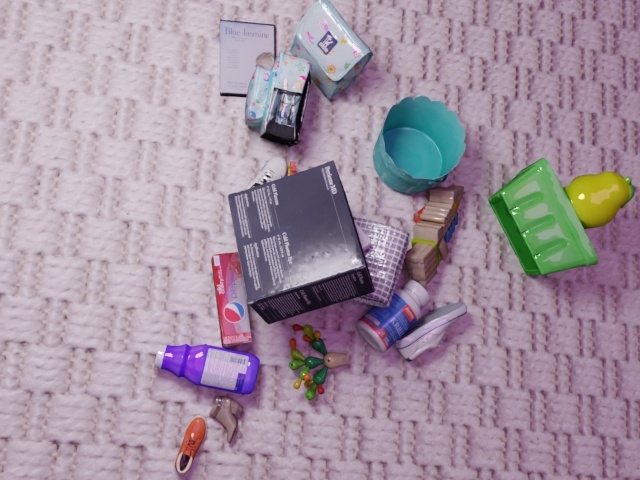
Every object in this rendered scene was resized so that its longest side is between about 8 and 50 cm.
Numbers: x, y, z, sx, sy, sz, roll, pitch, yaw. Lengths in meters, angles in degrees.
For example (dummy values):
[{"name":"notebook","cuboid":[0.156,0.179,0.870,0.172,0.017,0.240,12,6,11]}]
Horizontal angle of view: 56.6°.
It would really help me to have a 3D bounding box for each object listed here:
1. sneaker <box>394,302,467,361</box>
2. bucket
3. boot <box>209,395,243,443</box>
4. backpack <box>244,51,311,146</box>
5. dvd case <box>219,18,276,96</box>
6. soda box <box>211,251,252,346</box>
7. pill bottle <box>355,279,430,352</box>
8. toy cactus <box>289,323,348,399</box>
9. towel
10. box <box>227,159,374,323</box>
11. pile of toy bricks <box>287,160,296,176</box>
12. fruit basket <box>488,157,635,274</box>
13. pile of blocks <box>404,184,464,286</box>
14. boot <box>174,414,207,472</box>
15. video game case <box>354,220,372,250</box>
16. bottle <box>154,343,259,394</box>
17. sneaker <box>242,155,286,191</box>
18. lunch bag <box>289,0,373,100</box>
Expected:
[{"name":"sneaker","cuboid":[0.348,0.281,1.837,0.258,0.094,0.091,-28,101,-9]},{"name":"bucket","cuboid":[0.300,-0.289,1.861,0.281,0.183,0.281,2,75,-8]},{"name":"boot","cuboid":[-0.273,0.501,1.679,0.087,0.042,0.118,20,75,-2]},{"name":"backpack","cuboid":[-0.123,-0.430,1.774,0.191,0.225,0.254,18,91,-11]},{"name":"dvd case","cuboid":[-0.230,-0.577,1.894,0.180,0.022,0.253,0,79,-12]},{"name":"soda box","cuboid":[-0.258,0.170,1.712,0.083,0.092,0.263,-6,81,-14]},{"name":"pill bottle","cuboid":[0.223,0.222,1.792,0.221,0.124,0.124,-41,90,-16]},{"name":"toy cactus","cuboid":[-0.003,0.350,1.741,0.180,0.112,0.219,-1,71,-22]},{"name":"towel","cuboid":[0.099,0.051,1.753,0.283,0.121,0.235,15,76,15]},{"name":"box","cuboid":[-0.053,0.007,1.611,0.312,0.179,0.343,-17,61,6]},{"name":"pile of toy bricks","cuboid":[-0.052,-0.136,1.807,0.118,0.105,0.212,4,79,-12]},{"name":"fruit basket","cuboid":[0.780,-0.095,1.889,0.392,0.283,0.392,0,86,1]},{"name":"pile of blocks","cuboid":[0.347,-0.026,1.891,0.112,0.149,0.362,12,61,34]},{"name":"boot","cuboid":[-0.352,0.558,1.625,0.059,0.084,0.158,21,74,-6]},{"name":"video game case","cuboid":[0.000,0.000,1.720,0.227,0.026,0.206,-34,61,-5]},{"name":"bottle","cuboid":[-0.318,0.352,1.665,0.282,0.092,0.118,13,77,-10]},{"name":"sneaker","cuboid":[-0.175,-0.161,1.797,0.085,0.086,0.237,35,73,-2]},{"name":"lunch bag","cuboid":[0.034,-0.593,1.831,0.160,0.262,0.223,-38,90,-16]}]
